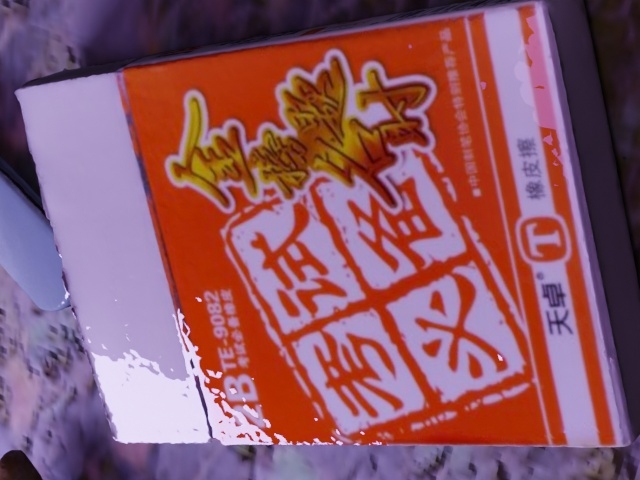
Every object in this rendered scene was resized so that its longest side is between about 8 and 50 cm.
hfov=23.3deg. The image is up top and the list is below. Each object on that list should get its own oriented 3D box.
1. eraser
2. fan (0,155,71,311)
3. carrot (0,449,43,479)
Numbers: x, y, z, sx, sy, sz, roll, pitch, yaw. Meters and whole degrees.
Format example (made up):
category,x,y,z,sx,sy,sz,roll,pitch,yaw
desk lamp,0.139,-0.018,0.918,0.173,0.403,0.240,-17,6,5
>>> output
category,x,y,z,sx,sy,sz,roll,pitch,yaw
eraser,0.000,0.000,0.579,0.230,0.038,0.157,-4,107,32
fan,-0.201,-0.075,0.680,0.282,0.023,0.057,45,145,10
carrot,-0.120,0.224,0.723,0.102,0.102,0.263,-2,103,32
